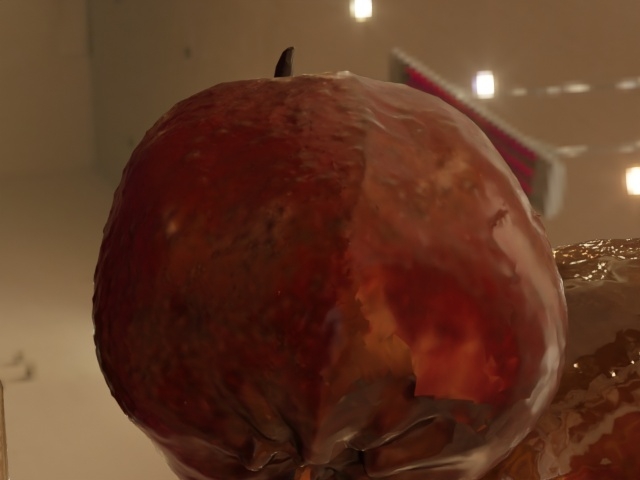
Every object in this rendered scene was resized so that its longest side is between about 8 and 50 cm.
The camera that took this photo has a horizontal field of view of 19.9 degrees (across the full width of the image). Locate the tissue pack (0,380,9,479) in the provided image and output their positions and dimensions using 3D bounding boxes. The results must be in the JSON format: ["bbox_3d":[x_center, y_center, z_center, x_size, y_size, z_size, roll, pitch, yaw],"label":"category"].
[{"bbox_3d":[-0.273,0.071,1.131,0.263,0.089,0.177,51,-35,43],"label":"tissue pack"}]

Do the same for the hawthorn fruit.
[{"bbox_3d":[0.000,0.000,0.998,0.254,0.254,0.300,122,-30,-51],"label":"hawthorn fruit"}]

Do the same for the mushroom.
[{"bbox_3d":[0.156,0.138,1.291,0.224,0.397,0.313,65,10,-7],"label":"mushroom"}]
